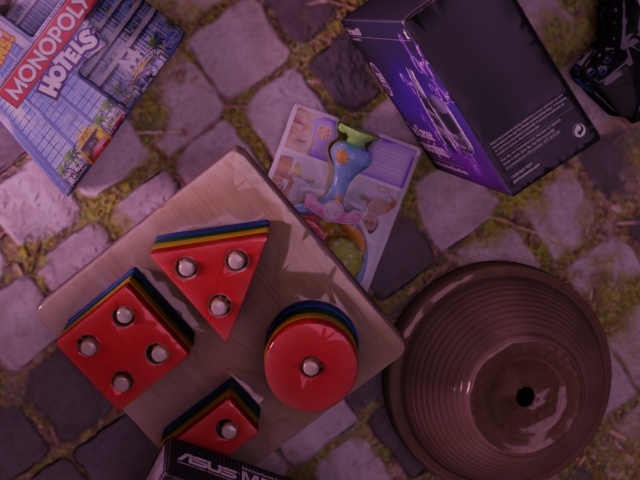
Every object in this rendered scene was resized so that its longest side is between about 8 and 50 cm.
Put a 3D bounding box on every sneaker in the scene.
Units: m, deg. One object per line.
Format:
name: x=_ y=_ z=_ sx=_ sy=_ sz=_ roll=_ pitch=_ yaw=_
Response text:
sneaker: x=0.288 y=-0.216 z=1.657 sx=0.121 sy=0.079 sz=0.217 roll=-29 pitch=104 yaw=-7

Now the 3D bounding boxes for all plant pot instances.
plant pot: x=0.187 y=0.144 z=1.673 sx=0.237 sy=0.110 sz=0.237 roll=-1 pitch=98 yaw=-10

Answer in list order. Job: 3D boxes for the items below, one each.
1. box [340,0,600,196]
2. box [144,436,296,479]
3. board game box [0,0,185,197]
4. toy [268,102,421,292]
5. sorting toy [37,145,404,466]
box: x=0.129 y=-0.152 z=1.541 sx=0.103 sy=0.261 sz=0.184 roll=-32 pitch=102 yaw=-5
box: x=-0.100 y=0.336 z=1.617 sx=0.216 sy=0.060 sz=0.270 roll=20 pitch=118 yaw=-13
board game box: x=-0.257 y=-0.176 z=1.566 sx=0.194 sy=0.060 sz=0.194 roll=36 pitch=90 yaw=-14
toy: x=0.000 y=0.000 z=1.643 sx=0.137 sy=0.056 sz=0.237 roll=19 pitch=94 yaw=-12
sorting toy: x=-0.094 y=0.092 z=1.589 sx=0.255 sy=0.089 sz=0.257 roll=-38 pitch=103 yaw=11
